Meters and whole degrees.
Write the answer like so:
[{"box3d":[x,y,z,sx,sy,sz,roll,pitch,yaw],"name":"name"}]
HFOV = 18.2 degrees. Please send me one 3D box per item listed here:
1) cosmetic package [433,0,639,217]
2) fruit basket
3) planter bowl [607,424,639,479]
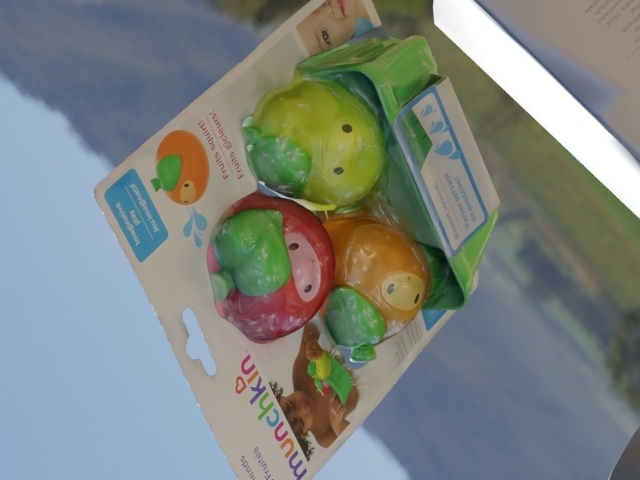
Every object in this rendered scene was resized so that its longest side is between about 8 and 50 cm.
[{"box3d":[0.284,-0.149,0.950,0.284,0.377,0.097,45,174,12],"name":"cosmetic package"},{"box3d":[0.000,0.000,1.615,0.353,0.165,0.327,-48,-57,-44],"name":"fruit basket"},{"box3d":[0.185,0.114,0.829,0.109,0.162,0.162,37,178,28],"name":"planter bowl"}]
